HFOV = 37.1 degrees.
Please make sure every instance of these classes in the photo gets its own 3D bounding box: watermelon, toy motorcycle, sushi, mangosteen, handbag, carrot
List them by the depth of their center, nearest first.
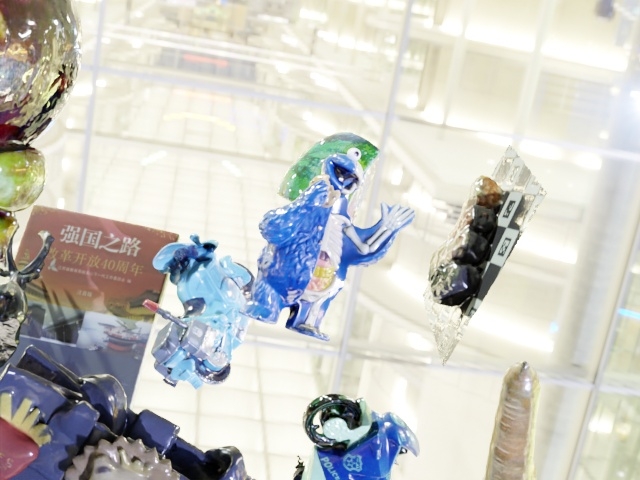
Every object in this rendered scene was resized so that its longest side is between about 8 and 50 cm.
[{"bbox_3d":[-0.355,-0.166,0.857,0.311,0.311,0.311,10,-165,-3],"label":"mangosteen"},{"bbox_3d":[-0.231,0.298,0.921,0.303,0.329,0.122,33,-164,-4],"label":"handbag"},{"bbox_3d":[0.234,0.268,1.170,0.070,0.342,0.070,1,-144,0],"label":"carrot"},{"bbox_3d":[-0.189,0.100,1.474,0.182,0.123,0.272,36,-143,-17],"label":"toy motorcycle"},{"bbox_3d":[0.056,0.389,1.564,0.196,0.331,0.125,1,-154,-7],"label":"toy motorcycle"},{"bbox_3d":[0.008,-0.123,1.620,0.128,0.146,0.231,15,-171,-43],"label":"watermelon"},{"bbox_3d":[0.239,0.004,1.630,0.069,0.339,0.320,25,-162,-9],"label":"sushi"}]

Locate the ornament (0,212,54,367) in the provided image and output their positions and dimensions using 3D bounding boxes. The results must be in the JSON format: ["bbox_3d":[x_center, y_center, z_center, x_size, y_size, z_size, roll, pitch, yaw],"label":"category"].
[{"bbox_3d":[-0.475,0.054,1.484,0.080,0.202,0.236,18,-126,-13],"label":"ornament"}]

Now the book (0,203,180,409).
[{"bbox_3d":[-0.405,0.132,1.579,0.263,0.373,0.028,11,158,3],"label":"book"}]

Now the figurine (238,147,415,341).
[{"bbox_3d":[-0.009,0.002,1.262,0.164,0.262,0.121,35,178,-19],"label":"figurine"}]
